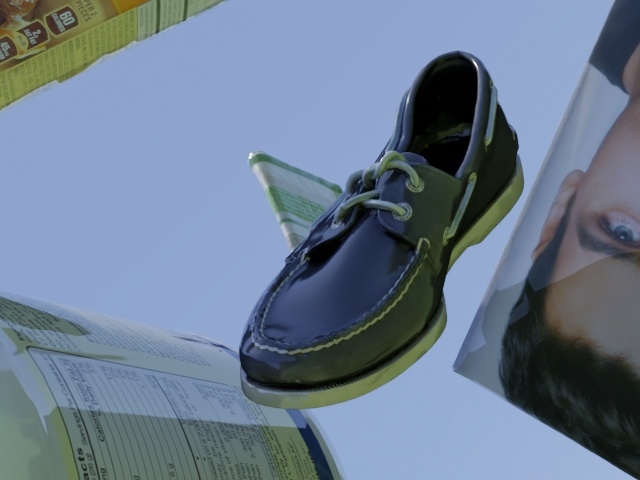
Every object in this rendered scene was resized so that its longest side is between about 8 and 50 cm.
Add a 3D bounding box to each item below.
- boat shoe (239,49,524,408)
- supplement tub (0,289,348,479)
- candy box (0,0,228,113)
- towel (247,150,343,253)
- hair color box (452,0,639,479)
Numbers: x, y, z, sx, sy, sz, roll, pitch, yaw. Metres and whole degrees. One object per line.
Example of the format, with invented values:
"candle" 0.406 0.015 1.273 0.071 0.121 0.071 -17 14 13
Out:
"boat shoe" 0.022 -0.010 0.670 0.206 0.075 0.065 -48 -45 -50
"supplement tub" -0.151 0.135 0.704 0.235 0.235 0.325 -55 -30 10
"candy box" -0.180 -0.241 1.344 0.316 0.183 0.087 -29 -12 -13
"towel" 0.000 0.000 1.410 0.023 0.152 0.113 -42 -40 24
"hair color box" 0.236 -0.056 0.894 0.114 0.185 0.374 -1 -63 -58
